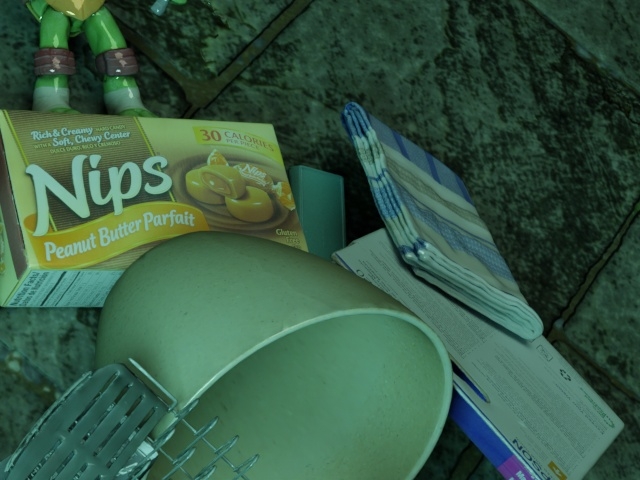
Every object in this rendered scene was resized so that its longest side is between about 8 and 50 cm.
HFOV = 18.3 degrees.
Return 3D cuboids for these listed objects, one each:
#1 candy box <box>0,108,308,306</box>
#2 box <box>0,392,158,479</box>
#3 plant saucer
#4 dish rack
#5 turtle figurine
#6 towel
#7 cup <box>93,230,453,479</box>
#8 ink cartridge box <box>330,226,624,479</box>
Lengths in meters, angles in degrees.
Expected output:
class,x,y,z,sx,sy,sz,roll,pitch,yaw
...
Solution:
class,x,y,z,sx,sy,sz,roll,pitch,yaw
candy box,-0.180,-0.030,2.003,0.316,0.087,0.183,1,59,-30
box,-0.298,0.274,1.612,0.076,0.242,0.307,49,47,9
plant saucer,0.000,0.000,2.137,0.067,0.018,0.192,14,53,-21
dish rack,-0.110,0.221,1.558,0.271,0.074,0.208,43,47,-6
turtle figurine,-0.228,-0.252,2.037,0.198,0.275,0.266,8,73,-65
towel,0.129,-0.024,2.121,0.209,0.034,0.285,31,23,-34
cup,-0.078,0.125,1.833,0.331,0.331,0.237,-7,40,-34
ink cartridge box,0.149,0.124,2.011,0.324,0.071,0.330,48,21,7
